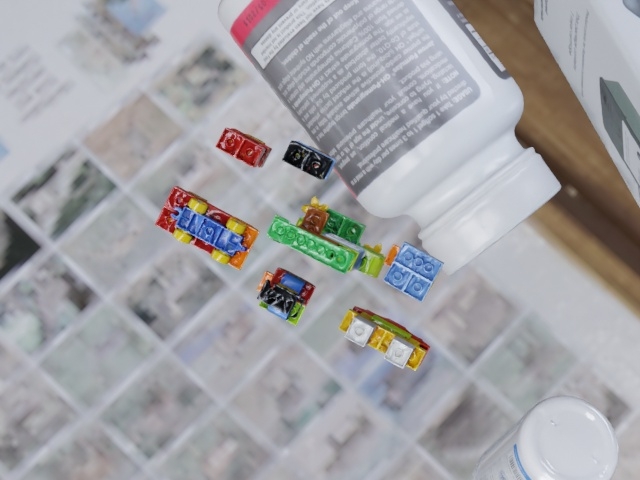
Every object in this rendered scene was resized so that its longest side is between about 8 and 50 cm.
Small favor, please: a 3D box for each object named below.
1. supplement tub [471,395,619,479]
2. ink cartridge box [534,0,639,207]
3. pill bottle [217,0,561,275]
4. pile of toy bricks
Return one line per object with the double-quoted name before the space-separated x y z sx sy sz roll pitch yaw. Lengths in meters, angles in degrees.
"supplement tub" 0.150 0.153 1.138 0.071 0.071 0.107 -42 172 -27
"ink cartridge box" 0.276 -0.091 0.966 0.211 0.289 0.121 -21 149 -6
"pill bottle" 0.068 -0.133 1.505 0.176 0.318 0.176 -38 178 -2
"pile of toy bricks" 0.000 0.000 1.218 0.118 0.212 0.105 -62 173 7
